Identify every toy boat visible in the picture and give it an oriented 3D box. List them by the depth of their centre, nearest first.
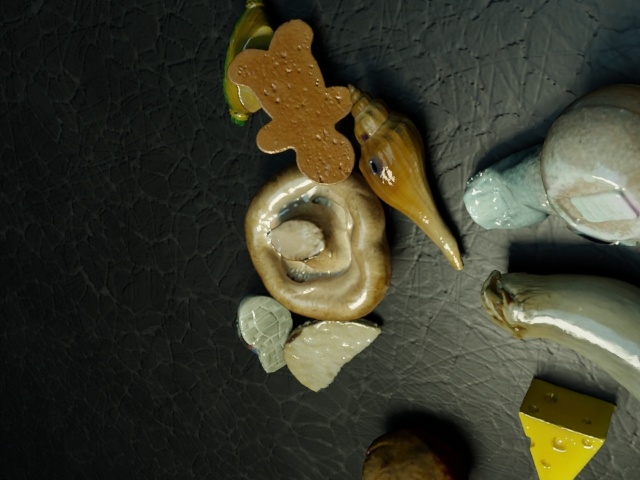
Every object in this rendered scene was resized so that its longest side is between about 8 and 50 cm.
[{"bbox_3d":[-0.116,-0.283,0.996,0.088,0.089,0.229,-121,37,-47],"label":"toy boat"}]

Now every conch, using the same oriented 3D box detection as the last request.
[{"bbox_3d":[0.122,-0.087,0.918,0.109,0.093,0.330,-20,101,39],"label":"conch"}]

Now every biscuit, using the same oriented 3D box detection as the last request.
[{"bbox_3d":[-0.030,-0.197,0.933,0.166,0.036,0.250,-31,93,3],"label":"biscuit"},{"bbox_3d":[0.002,0.204,1.163,0.133,0.032,0.250,28,132,-11],"label":"biscuit"}]

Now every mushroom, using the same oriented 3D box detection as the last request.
[{"bbox_3d":[0.411,0.144,0.826,0.397,0.126,0.177,35,137,11],"label":"mushroom"},{"bbox_3d":[0.000,0.000,1.012,0.278,0.146,0.278,4,99,25],"label":"mushroom"}]

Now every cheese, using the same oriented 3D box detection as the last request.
[{"bbox_3d":[0.378,0.328,0.962,0.126,0.093,0.171,13,121,28],"label":"cheese"}]

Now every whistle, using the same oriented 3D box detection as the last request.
[{"bbox_3d":[0.320,-0.088,0.768,0.189,0.189,0.348,61,152,-7],"label":"whistle"}]

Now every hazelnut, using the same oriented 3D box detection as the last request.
[{"bbox_3d":[0.177,0.450,1.117,0.208,0.208,0.208,16,122,27],"label":"hazelnut"}]

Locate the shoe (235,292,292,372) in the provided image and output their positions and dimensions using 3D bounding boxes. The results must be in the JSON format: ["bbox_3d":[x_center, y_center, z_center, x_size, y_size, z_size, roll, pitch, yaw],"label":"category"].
[{"bbox_3d":[-0.118,0.159,1.200,0.125,0.099,0.227,47,160,40],"label":"shoe"}]
